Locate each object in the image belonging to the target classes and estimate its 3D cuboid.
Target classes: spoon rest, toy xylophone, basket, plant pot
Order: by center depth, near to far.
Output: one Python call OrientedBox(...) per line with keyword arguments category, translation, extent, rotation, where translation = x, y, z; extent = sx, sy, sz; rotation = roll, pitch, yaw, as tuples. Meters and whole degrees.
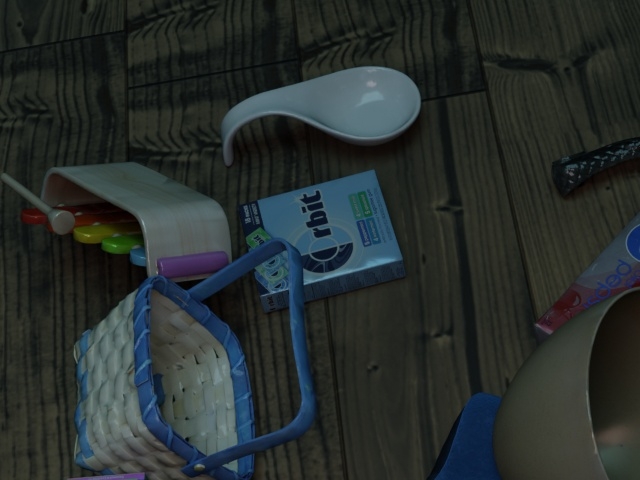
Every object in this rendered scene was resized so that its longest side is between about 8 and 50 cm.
OrientedBox(category="plant pot", translation=(0.294, 0.208, 1.680), extent=(0.191, 0.284, 0.284), rotation=(-21, 39, 42))
OrientedBox(category="basket", translation=(-0.134, 0.149, 1.805), extent=(0.289, 0.201, 0.254), rotation=(-29, 45, 28))
OrientedBox(category="toy xylophone", translation=(-0.259, -0.031, 1.966), extent=(0.236, 0.081, 0.323), rotation=(-3, 18, -27))
OrientedBox(category="spoon rest", translation=(-0.003, -0.168, 2.130), extent=(0.276, 0.084, 0.137), rotation=(-12, 51, 2))

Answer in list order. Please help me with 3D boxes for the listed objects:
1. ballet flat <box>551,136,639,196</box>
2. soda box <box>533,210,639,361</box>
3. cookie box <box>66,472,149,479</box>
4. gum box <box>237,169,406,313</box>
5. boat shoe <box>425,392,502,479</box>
OrientedBox(category="ballet flat", translation=(0.378, -0.100, 2.034), extent=(0.173, 0.057, 0.049), rotation=(-16, 91, -1))
OrientedBox(category="soda box", translation=(0.367, 0.057, 1.876), extent=(0.092, 0.083, 0.263), rotation=(32, 64, 31))
OrientedBox(category="cookie box", translation=(-0.227, 0.301, 1.779), extent=(0.092, 0.107, 0.040), rotation=(-5, 56, 7))
OrientedBox(category="gum box", translation=(0.000, 0.000, 2.021), extent=(0.184, 0.041, 0.157), rotation=(-15, 51, -2))
OrientedBox(category="boat shoe", translation=(0.157, 0.289, 1.734), extent=(0.109, 0.089, 0.258), rotation=(26, 55, 13))
